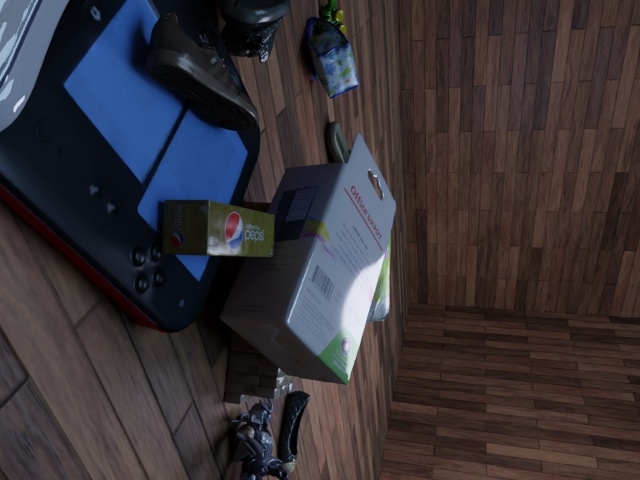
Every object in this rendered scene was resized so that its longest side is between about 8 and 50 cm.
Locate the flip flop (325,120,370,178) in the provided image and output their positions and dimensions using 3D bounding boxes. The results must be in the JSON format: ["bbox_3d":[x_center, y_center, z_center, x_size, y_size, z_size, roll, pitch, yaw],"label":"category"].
[{"bbox_3d":[0.096,-0.216,1.429,0.112,0.080,0.277,-80,150,-50],"label":"flip flop"}]

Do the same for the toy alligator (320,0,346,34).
[{"bbox_3d":[0.032,-0.538,1.306,0.051,0.056,0.189,-36,144,-14],"label":"toy alligator"}]

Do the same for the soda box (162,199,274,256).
[{"bbox_3d":[-0.118,-0.011,0.629,0.181,0.058,0.061,8,84,-73],"label":"soda box"}]

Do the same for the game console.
[{"bbox_3d":[-0.182,-0.121,0.596,0.341,0.060,0.386,72,25,-51],"label":"game console"}]

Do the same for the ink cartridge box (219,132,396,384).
[{"bbox_3d":[0.003,0.020,0.816,0.207,0.119,0.353,54,46,-43],"label":"ink cartridge box"}]

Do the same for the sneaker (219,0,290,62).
[{"bbox_3d":[-0.097,-0.301,0.713,0.227,0.087,0.130,-88,-161,-56],"label":"sneaker"}]

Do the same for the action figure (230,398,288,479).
[{"bbox_3d":[-0.112,0.403,0.843,0.185,0.099,0.284,58,34,-54],"label":"action figure"}]

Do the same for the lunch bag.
[{"bbox_3d":[0.016,-0.431,1.185,0.128,0.096,0.151,68,-1,-55],"label":"lunch bag"}]

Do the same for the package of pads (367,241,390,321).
[{"bbox_3d":[0.090,0.047,1.296,0.229,0.101,0.296,-175,-94,-69],"label":"package of pads"}]

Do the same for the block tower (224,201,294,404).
[{"bbox_3d":[-0.091,0.107,0.878,0.091,0.097,0.335,26,68,-72],"label":"block tower"}]

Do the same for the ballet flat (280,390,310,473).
[{"bbox_3d":[-0.057,0.418,1.111,0.057,0.049,0.173,47,48,-67],"label":"ballet flat"}]

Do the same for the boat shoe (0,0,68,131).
[{"bbox_3d":[-0.235,-0.208,0.353,0.088,0.096,0.267,55,48,-72],"label":"boat shoe"}]

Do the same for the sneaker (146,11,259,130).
[{"bbox_3d":[-0.125,-0.191,0.597,0.188,0.066,0.071,29,61,-67],"label":"sneaker"}]
